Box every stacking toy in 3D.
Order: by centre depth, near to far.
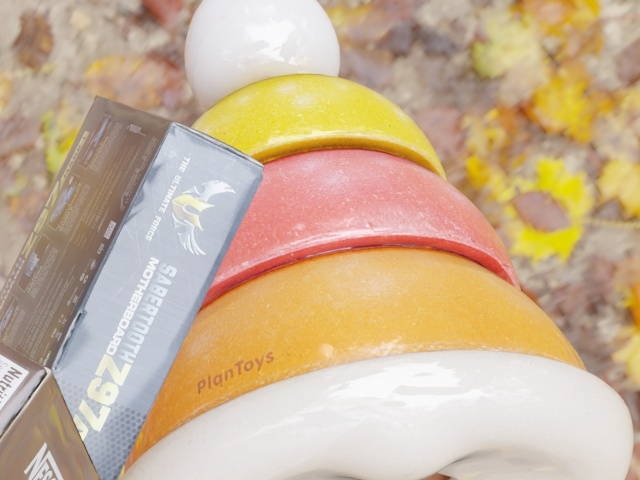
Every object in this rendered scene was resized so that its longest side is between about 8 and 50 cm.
[{"bbox_3d":[0.000,0.000,1.392,0.350,0.350,0.480,0,58,-20],"label":"stacking toy"}]

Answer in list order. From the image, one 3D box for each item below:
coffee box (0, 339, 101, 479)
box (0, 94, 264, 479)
[{"bbox_3d":[-0.223,0.059,0.812,0.246,0.141,0.098,29,69,16],"label":"coffee box"},{"bbox_3d":[-0.123,0.044,1.014,0.059,0.183,0.233,27,89,-21],"label":"box"}]
